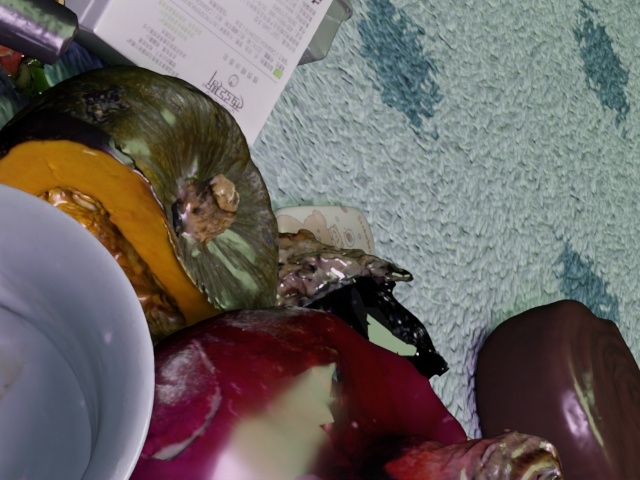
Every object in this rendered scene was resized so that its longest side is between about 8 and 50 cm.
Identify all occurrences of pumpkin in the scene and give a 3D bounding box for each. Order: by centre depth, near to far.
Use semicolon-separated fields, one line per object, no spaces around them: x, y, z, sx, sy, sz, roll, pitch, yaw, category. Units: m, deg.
-0.144;-0.045;1.720;0.325;0.242;0.232;57;42;-30;pumpkin

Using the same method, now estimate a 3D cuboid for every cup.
-0.294;0.136;1.358;0.163;0.347;0.347;94;-3;-61;cup

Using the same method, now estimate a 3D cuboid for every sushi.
-0.006;0.082;1.899;0.238;0.225;0.218;81;-11;-76;sushi

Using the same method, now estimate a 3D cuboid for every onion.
0.019;0.244;1.512;0.398;0.420;0.398;3;86;-46;onion

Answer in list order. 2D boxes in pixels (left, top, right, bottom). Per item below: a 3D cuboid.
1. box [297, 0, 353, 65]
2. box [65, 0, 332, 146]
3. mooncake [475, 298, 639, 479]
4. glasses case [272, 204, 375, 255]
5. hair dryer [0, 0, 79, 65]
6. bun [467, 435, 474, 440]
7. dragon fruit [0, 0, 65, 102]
-0.058;-0.271;2.095;0.172;0.124;0.092;42;52;-37;box
-0.133;-0.245;1.884;0.260;0.111;0.194;37;80;-46;box
0.351;0.249;2.409;0.334;0.174;0.325;13;61;-54;mooncake
0.000;0.000;2.098;0.204;0.051;0.081;-4;77;-58;glasses case
-0.390;-0.135;1.487;0.304;0.120;0.359;30;62;-17;hair dryer
0.149;0.318;2.065;0.259;0.160;0.259;37;42;-43;bun
-0.296;-0.222;1.694;0.236;0.135;0.137;65;25;-53;dragon fruit
